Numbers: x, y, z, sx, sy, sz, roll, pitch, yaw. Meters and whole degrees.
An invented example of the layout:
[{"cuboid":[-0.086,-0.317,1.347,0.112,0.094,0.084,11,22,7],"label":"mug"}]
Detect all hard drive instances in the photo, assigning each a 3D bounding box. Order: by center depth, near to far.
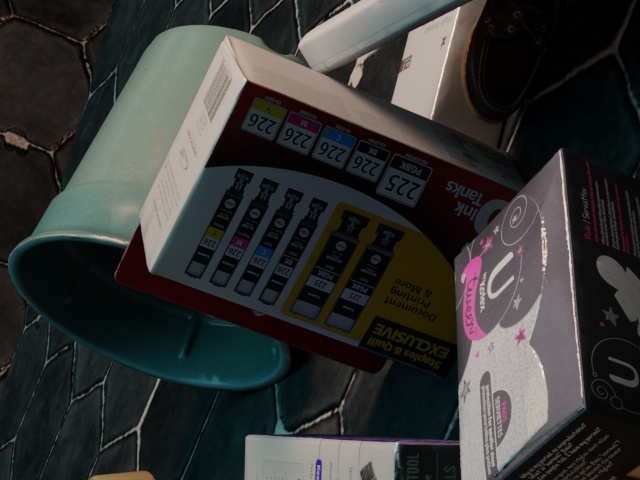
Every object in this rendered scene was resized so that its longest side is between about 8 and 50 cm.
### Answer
[{"cuboid":[0.138,-0.244,1.583,0.233,0.047,0.353,-33,6,-20],"label":"hard drive"}]

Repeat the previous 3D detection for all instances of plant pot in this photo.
[{"cuboid":[-0.147,-0.050,2.140,0.341,0.341,0.334,-33,33,58],"label":"plant pot"}]

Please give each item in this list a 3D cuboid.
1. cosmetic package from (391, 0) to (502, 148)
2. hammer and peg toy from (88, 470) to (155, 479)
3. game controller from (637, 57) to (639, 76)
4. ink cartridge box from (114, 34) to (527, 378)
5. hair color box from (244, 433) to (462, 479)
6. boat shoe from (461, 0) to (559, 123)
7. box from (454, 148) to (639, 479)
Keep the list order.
[{"cuboid":[0.136,-0.165,1.848,0.117,0.085,0.231,-25,46,63],"label":"cosmetic package"},{"cuboid":[-0.132,0.405,1.695,0.266,0.127,0.361,120,138,-56],"label":"hammer and peg toy"},{"cuboid":[0.317,-0.269,1.446,0.166,0.067,0.319,112,170,-81],"label":"game controller"},{"cuboid":[0.000,0.000,1.700,0.271,0.309,0.130,-63,21,18],"label":"ink cartridge box"},{"cuboid":[0.038,0.262,1.581,0.339,0.110,0.185,169,103,-68],"label":"hair color box"},{"cuboid":[0.191,-0.215,1.769,0.073,0.073,0.207,-31,42,62],"label":"boat shoe"},{"cuboid":[0.196,0.085,1.360,0.163,0.142,0.247,-49,28,42],"label":"box"}]
